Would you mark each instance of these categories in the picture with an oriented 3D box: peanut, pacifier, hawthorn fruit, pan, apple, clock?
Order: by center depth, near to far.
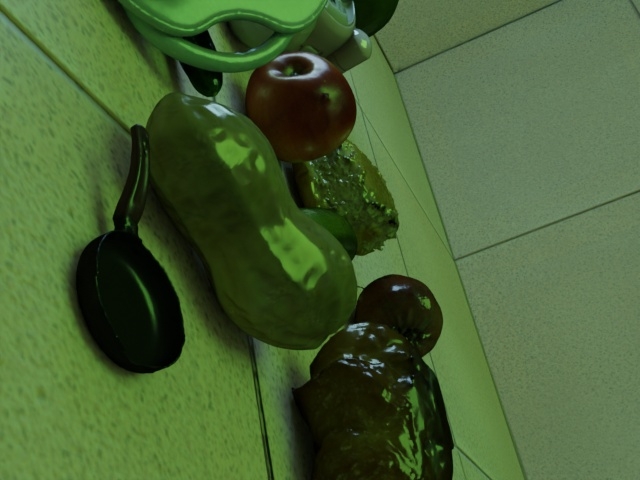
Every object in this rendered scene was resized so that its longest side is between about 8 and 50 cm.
[{"bbox_3d":[-0.153,0.003,0.652,0.115,0.040,0.212,41,37,-60],"label":"pan"},{"bbox_3d":[-0.068,-0.010,0.809,0.149,0.149,0.313,-88,152,-59],"label":"peanut"},{"bbox_3d":[-0.085,-0.342,0.894,0.344,0.269,0.288,-16,92,-36],"label":"pacifier"},{"bbox_3d":[-0.030,-0.194,1.177,0.163,0.164,0.139,-95,170,-49],"label":"apple"},{"bbox_3d":[0.125,0.114,1.322,0.149,0.149,0.189,61,20,-28],"label":"hawthorn fruit"},{"bbox_3d":[-0.068,-0.443,1.381,0.342,0.184,0.326,67,17,16],"label":"clock"}]

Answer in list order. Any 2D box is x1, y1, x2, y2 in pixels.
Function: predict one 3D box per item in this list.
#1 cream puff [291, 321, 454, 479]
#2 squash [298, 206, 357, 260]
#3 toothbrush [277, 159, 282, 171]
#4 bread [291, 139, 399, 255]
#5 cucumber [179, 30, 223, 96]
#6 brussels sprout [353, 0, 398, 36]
[{"bbox_3d":[0.071,0.224,0.934,0.241,0.155,0.268,27,45,-68],"label":"cream puff"},{"bbox_3d":[0.000,0.000,1.136,0.094,0.095,0.341,70,15,8],"label":"squash"},{"bbox_3d":[-0.068,-0.157,1.272,0.194,0.014,0.017,-93,158,-52],"label":"toothbrush"},{"bbox_3d":[0.042,-0.075,1.346,0.245,0.121,0.174,28,33,-63],"label":"bread"},{"bbox_3d":[-0.169,-0.285,1.005,0.056,0.056,0.284,44,23,-60],"label":"cucumber"},{"bbox_3d":[0.020,-0.598,1.728,0.315,0.276,0.371,-48,114,-79],"label":"brussels sprout"}]
